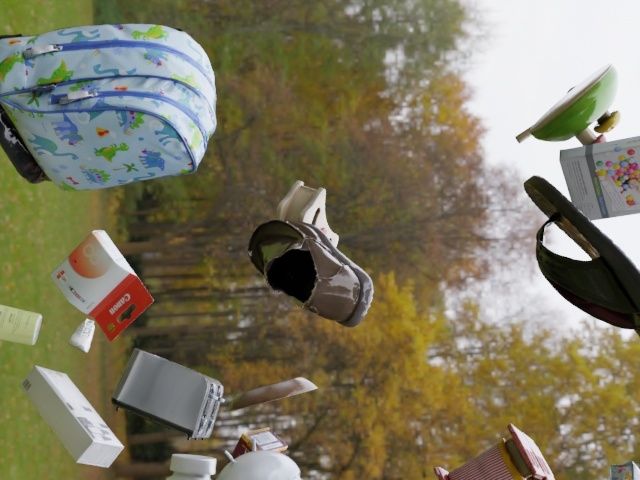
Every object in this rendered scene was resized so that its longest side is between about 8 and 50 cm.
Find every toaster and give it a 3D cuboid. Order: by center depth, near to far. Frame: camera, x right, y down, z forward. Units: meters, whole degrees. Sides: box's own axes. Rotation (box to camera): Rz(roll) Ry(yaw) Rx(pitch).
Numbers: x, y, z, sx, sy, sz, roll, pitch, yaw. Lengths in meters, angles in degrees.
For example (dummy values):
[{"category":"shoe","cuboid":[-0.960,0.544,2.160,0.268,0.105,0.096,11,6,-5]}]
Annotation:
[{"category":"toaster","cuboid":[-0.267,0.269,1.575,0.168,0.185,0.110,75,36,-76]}]

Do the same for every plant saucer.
[{"category":"plant saucer","cuboid":[-0.105,0.325,1.928,0.198,0.198,0.036,134,-57,-74]}]

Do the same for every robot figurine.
[{"category":"robot figurine","cuboid":[-0.107,0.596,1.895,0.300,0.199,0.354,20,47,-76]}]

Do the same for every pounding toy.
[{"category":"pounding toy","cuboid":[0.476,-0.213,1.628,0.110,0.183,0.237,49,-3,-1]},{"category":"pounding toy","cuboid":[0.000,0.000,2.124,0.154,0.154,0.270,-41,140,-44]}]

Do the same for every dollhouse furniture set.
[{"category":"dollhouse furniture set","cuboid":[0.416,0.589,1.827,0.152,0.201,0.374,38,20,-51]}]

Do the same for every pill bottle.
[{"category":"pill bottle","cuboid":[-0.295,0.592,1.998,0.121,0.121,0.221,143,-46,-76]}]

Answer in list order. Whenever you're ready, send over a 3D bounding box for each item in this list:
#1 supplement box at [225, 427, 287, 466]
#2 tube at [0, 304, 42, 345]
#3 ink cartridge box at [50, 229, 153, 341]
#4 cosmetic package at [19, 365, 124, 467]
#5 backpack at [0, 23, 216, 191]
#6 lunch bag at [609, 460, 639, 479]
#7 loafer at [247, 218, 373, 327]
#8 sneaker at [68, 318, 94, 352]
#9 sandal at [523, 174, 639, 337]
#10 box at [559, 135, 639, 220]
[{"category":"supplement box","cuboid":[-0.175,0.572,2.255,0.081,0.104,0.188,37,-70,32]},{"category":"tube","cuboid":[-0.647,0.143,1.680,0.070,0.240,0.062,-105,-150,-73]},{"category":"ink cartridge box","cuboid":[-0.432,0.093,1.769,0.179,0.145,0.045,53,22,11]},{"category":"cosmetic package","cuboid":[-0.504,0.354,1.822,0.239,0.060,0.099,40,1,32]},{"category":"backpack","cuboid":[-0.341,-0.214,1.446,0.290,0.355,0.273,80,-8,-54]},{"category":"lunch bag","cuboid":[0.504,0.415,1.468,0.053,0.071,0.083,-24,-144,35]},{"category":"loafer","cuboid":[-0.045,0.037,1.645,0.366,0.130,0.134,28,-82,54]},{"category":"sneaker","cuboid":[-0.610,0.241,2.310,0.061,0.053,0.152,-58,-162,4]},{"category":"sandal","cuboid":[0.420,0.073,1.348,0.446,0.107,0.167,57,7,31]},{"category":"box","cuboid":[0.522,-0.108,1.558,0.038,0.186,0.145,-71,143,-47]}]
